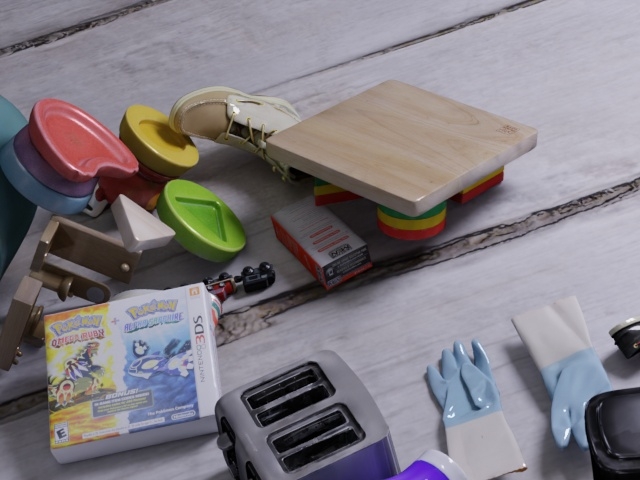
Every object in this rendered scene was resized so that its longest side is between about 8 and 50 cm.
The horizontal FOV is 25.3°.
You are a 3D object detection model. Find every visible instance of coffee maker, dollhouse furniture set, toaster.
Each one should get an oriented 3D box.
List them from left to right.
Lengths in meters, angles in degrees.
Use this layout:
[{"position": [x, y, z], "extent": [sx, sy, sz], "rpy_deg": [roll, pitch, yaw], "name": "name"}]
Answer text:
[{"position": [-0.318, 0.083, 1.797], "extent": [0.123, 0.144, 0.151], "rpy_deg": [22, 33, -7], "name": "dollhouse furniture set"}, {"position": [-0.007, 0.225, 1.541], "extent": [0.186, 0.110, 0.168], "rpy_deg": [-23, 41, -12], "name": "toaster"}, {"position": [0.300, 0.242, 1.378], "extent": [0.171, 0.178, 0.120], "rpy_deg": [-23, 39, -12], "name": "coffee maker"}]

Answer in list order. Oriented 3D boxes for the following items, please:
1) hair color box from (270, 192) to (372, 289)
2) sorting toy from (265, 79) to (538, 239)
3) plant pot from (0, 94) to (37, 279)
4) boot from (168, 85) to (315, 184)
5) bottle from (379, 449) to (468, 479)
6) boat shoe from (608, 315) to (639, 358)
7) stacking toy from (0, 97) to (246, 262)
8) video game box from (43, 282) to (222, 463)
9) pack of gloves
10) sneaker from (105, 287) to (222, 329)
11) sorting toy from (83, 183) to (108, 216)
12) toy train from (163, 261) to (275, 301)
[{"position": [0.000, 0.000, 1.860], "extent": [0.072, 0.043, 0.141], "rpy_deg": [-27, 40, -16], "name": "hair color box"}, {"position": [0.107, -0.100, 1.881], "extent": [0.257, 0.089, 0.255], "rpy_deg": [25, 40, 37], "name": "sorting toy"}, {"position": [-0.511, -0.079, 1.928], "extent": [0.293, 0.293, 0.235], "rpy_deg": [1, 33, 18], "name": "plant pot"}, {"position": [-0.088, -0.143, 1.983], "extent": [0.213, 0.077, 0.165], "rpy_deg": [1, 31, -37], "name": "boot"}, {"position": [0.036, 0.319, 1.416], "extent": [0.283, 0.092, 0.118], "rpy_deg": [-39, 12, -27], "name": "bottle"}, {"position": [0.394, 0.097, 1.633], "extent": [0.133, 0.049, 0.042], "rpy_deg": [-21, 67, -19], "name": "boat shoe"}, {"position": [-0.263, -0.047, 1.881], "extent": [0.309, 0.130, 0.279], "rpy_deg": [2, 45, -55], "name": "stacking toy"}, {"position": [-0.223, 0.155, 1.701], "extent": [0.205, 0.048, 0.187], "rpy_deg": [-12, 54, 2], "name": "video game box"}, {"position": [0.226, 0.179, 1.598], "extent": [0.195, 0.046, 0.232], "rpy_deg": [-21, 35, 8], "name": "pack of gloves"}, {"position": [-0.206, 0.103, 1.785], "extent": [0.161, 0.057, 0.075], "rpy_deg": [-3, 36, 9], "name": "sneaker"}, {"position": [-0.329, -0.068, 2.047], "extent": [0.083, 0.045, 0.075], "rpy_deg": [8, 63, 25], "name": "sorting toy"}, {"position": [-0.134, 0.064, 1.838], "extent": [0.158, 0.027, 0.036], "rpy_deg": [-15, 50, -2], "name": "toy train"}]
